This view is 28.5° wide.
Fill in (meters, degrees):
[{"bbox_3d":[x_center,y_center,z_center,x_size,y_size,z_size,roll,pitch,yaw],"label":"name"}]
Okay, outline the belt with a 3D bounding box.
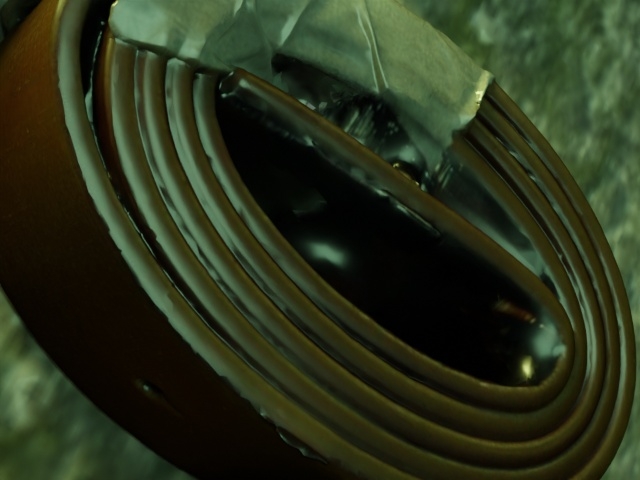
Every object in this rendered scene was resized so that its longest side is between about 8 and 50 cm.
[{"bbox_3d":[0.000,0.000,0.572,0.339,0.122,0.217,39,60,-24],"label":"belt"}]
